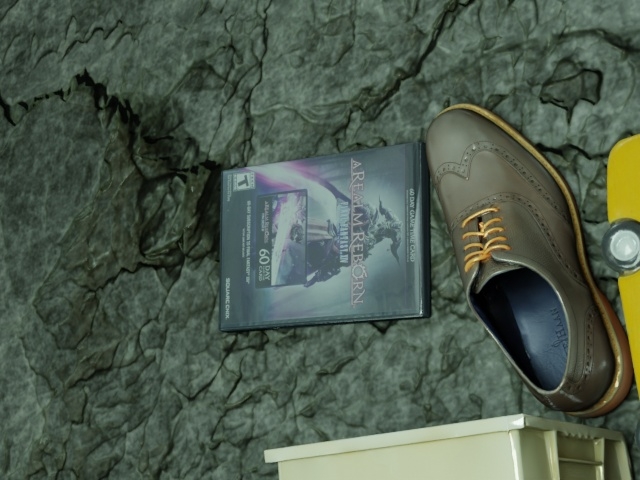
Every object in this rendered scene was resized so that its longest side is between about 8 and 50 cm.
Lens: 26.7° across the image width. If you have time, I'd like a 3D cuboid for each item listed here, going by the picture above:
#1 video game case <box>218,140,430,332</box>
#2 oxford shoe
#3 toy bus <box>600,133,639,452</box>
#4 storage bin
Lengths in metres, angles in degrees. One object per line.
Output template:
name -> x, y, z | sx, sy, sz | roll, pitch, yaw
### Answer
video game case -> 0.000, 0.000, 1.544 | 0.274, 0.026, 0.196 | -7, 78, 33
oxford shoe -> 0.192, 0.003, 1.352 | 0.130, 0.133, 0.363 | -38, 63, 22
toy bus -> 0.350, 0.064, 1.252 | 0.130, 0.108, 0.332 | -17, 72, 31
storage bin -> 0.132, 0.248, 1.269 | 0.262, 0.260, 0.123 | -14, 73, 30
